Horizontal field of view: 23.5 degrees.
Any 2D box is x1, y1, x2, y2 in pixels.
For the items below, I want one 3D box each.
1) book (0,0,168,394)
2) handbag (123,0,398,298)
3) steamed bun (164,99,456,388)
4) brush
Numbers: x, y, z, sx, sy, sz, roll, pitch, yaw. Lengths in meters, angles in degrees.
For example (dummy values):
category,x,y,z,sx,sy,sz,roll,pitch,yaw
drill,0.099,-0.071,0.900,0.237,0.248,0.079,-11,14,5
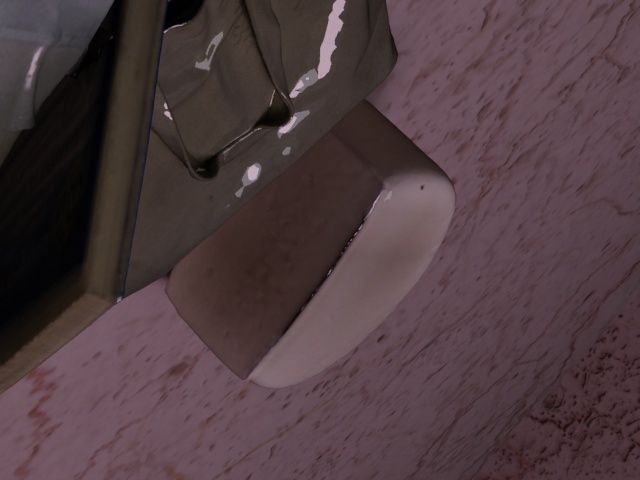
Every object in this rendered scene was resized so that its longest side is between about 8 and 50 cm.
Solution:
category,x,y,z,sx,sy,sz,roll,pitch,yaw
book,-0.106,-0.097,0.672,0.018,0.322,0.228,14,158,-22
handbag,-0.084,-0.103,0.998,0.316,0.109,0.253,-40,154,-11
steamed bun,0.000,0.000,1.283,0.164,0.146,0.241,-2,132,-56
brush,-0.131,-0.019,0.537,0.336,0.020,0.085,-60,163,15
